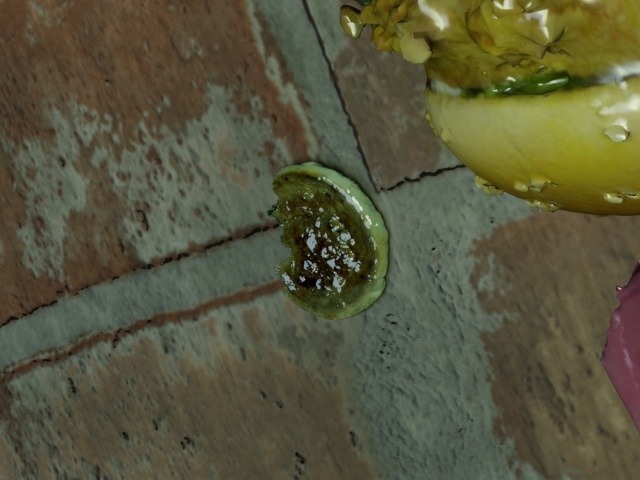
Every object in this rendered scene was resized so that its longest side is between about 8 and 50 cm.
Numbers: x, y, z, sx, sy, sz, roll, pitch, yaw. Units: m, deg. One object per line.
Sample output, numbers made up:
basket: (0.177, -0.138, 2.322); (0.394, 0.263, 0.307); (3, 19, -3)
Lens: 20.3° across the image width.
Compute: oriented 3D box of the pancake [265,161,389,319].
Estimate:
pancake: (0.005, 0.000, 1.387); (0.116, 0.023, 0.129); (1, 110, 42)

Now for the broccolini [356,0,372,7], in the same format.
broccolini: (0.009, -0.224, 1.287); (0.216, 0.067, 0.058); (46, 128, 32)

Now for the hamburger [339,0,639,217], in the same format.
hamburger: (0.184, -0.144, 0.995); (0.445, 0.287, 0.268); (-6, 103, 46)

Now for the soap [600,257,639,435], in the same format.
soap: (0.285, 0.106, 1.123); (0.250, 0.099, 0.162); (59, 141, 9)
